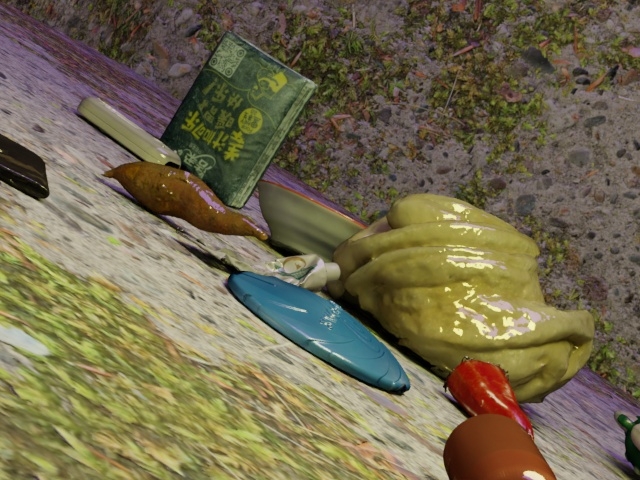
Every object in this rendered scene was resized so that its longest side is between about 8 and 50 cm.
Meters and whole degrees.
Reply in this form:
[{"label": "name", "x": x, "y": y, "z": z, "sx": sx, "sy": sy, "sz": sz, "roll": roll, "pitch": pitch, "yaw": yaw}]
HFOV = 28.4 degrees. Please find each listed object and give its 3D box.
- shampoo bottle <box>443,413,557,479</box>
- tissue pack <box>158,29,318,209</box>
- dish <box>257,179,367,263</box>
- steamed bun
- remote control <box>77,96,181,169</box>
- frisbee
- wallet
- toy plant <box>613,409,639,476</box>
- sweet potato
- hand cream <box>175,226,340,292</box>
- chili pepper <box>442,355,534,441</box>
[{"label": "shampoo bottle", "x": 0.147, "y": 0.203, "z": 0.989, "sx": 0.085, "sy": 0.085, "sz": 0.244, "roll": 32, "pitch": 7, "yaw": -2}, {"label": "tissue pack", "x": -0.150, "y": -0.208, "z": 2.178, "sx": 0.185, "sy": 0.257, "sz": 0.081, "roll": 35, "pitch": 8, "yaw": 21}, {"label": "dish", "x": 0.000, "y": 0.000, "z": 1.990, "sx": 0.260, "sy": 0.085, "sz": 0.260, "roll": 27, "pitch": -5, "yaw": 2}, {"label": "steamed bun", "x": 0.208, "y": 0.075, "z": 1.812, "sx": 0.372, "sy": 0.230, "sz": 0.325, "roll": 32, "pitch": 1, "yaw": 22}, {"label": "remote control", "x": -0.316, "y": -0.176, "z": 2.093, "sx": 0.221, "sy": 0.042, "sz": 0.078, "roll": 34, "pitch": 4, "yaw": 26}, {"label": "frisbee", "x": 0.005, "y": 0.092, "z": 1.430, "sx": 0.242, "sy": 0.045, "sz": 0.242, "roll": 32, "pitch": 4, "yaw": -2}, {"label": "wallet", "x": -0.316, "y": -0.080, "z": 1.294, "sx": 0.082, "sy": 0.018, "sz": 0.156, "roll": 30, "pitch": 6, "yaw": -18}, {"label": "toy plant", "x": 0.536, "y": 0.334, "z": 1.883, "sx": 0.243, "sy": 0.112, "sz": 0.232, "roll": 39, "pitch": 2, "yaw": 15}, {"label": "sweet potato", "x": -0.162, "y": -0.051, "z": 1.581, "sx": 0.226, "sy": 0.068, "sz": 0.068, "roll": 23, "pitch": 3, "yaw": 10}, {"label": "hand cream", "x": -0.067, "y": 0.029, "z": 1.570, "sx": 0.084, "sy": 0.050, "sz": 0.257, "roll": 35, "pitch": 15, "yaw": 37}, {"label": "chili pepper", "x": 0.216, "y": 0.207, "z": 1.516, "sx": 0.088, "sy": 0.065, "sz": 0.169, "roll": 14, "pitch": 16, "yaw": -17}]
